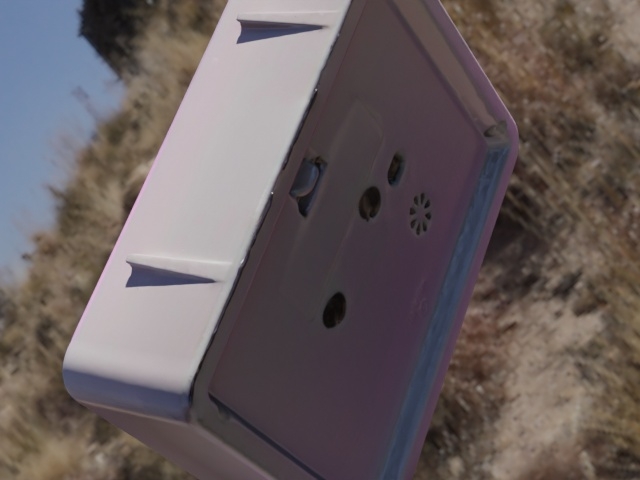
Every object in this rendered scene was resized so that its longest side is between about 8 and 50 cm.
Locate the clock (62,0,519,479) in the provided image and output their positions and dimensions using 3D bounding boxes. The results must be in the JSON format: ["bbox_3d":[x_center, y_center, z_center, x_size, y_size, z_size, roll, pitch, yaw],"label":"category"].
[{"bbox_3d":[0.000,0.000,0.469,0.063,0.150,0.197,5,64,35],"label":"clock"}]
